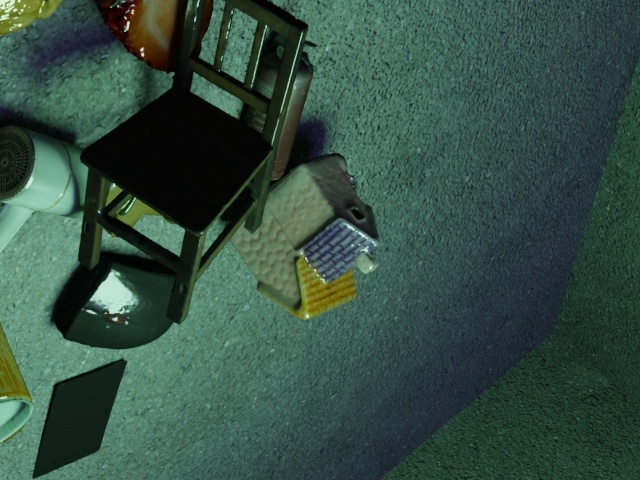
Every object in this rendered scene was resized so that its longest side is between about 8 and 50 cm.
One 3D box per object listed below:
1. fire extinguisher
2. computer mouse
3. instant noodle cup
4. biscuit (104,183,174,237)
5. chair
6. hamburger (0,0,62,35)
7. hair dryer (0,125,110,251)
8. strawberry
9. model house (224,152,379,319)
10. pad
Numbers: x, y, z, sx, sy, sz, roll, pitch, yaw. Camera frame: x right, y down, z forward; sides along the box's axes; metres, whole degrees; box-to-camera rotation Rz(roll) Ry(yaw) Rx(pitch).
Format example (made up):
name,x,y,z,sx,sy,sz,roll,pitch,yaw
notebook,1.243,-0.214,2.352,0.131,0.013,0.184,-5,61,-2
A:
name,x,y,z,sx,sy,sz,roll,pitch,yaw
fire extinguisher,-0.069,-0.232,1.794,0.105,0.105,0.269,-20,140,-43
computer mouse,-0.328,0.117,1.858,0.170,0.100,0.269,-58,151,11
instant noodle cup,-0.535,0.216,1.566,0.215,0.172,0.216,-31,158,-14
biscuit,-0.279,-0.087,1.718,0.301,0.049,0.197,-4,127,-57
chair,-0.183,-0.121,1.452,0.240,0.203,0.416,-49,165,-37
hamburger,-0.427,-0.285,1.164,0.245,0.155,0.282,-47,156,3
hair dryer,-0.471,-0.004,1.536,0.357,0.107,0.173,-46,153,14
strawberry,-0.218,-0.333,1.469,0.174,0.098,0.228,-47,155,-2
model house,0.000,0.000,1.959,0.237,0.237,0.202,-38,168,27
pad,-0.464,0.343,2.039,0.159,0.009,0.265,-18,141,-45
